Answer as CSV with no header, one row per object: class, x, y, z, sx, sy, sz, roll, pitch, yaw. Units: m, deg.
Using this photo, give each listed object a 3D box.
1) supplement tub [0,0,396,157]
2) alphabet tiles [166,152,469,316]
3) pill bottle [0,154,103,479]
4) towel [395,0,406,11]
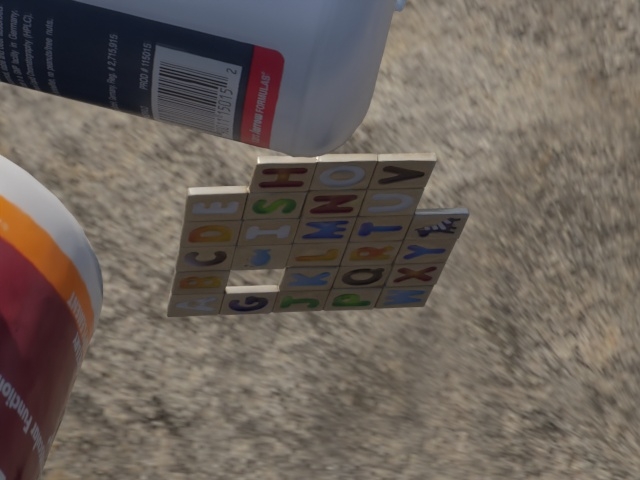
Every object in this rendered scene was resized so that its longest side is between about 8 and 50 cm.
supplement tub,-0.097,-0.151,0.685,0.272,0.191,0.191,14,85,-1
alphabet tiles,0.000,0.000,1.220,0.198,0.237,0.009,-2,64,-10
pill bottle,-0.266,0.143,0.855,0.224,0.224,0.392,7,52,13
towel,0.068,-0.313,1.211,0.038,0.248,0.325,26,90,-25
